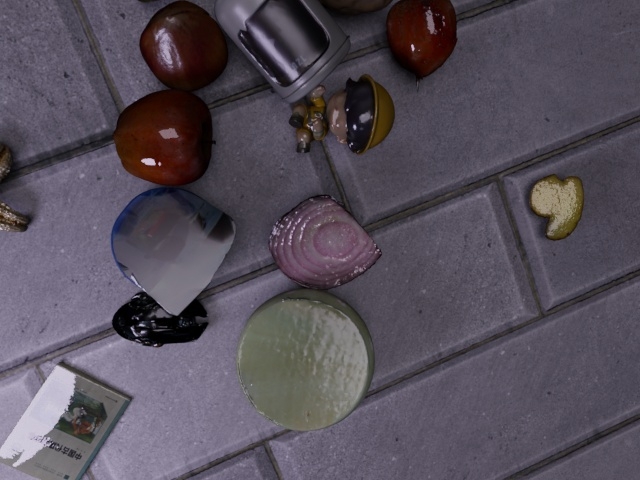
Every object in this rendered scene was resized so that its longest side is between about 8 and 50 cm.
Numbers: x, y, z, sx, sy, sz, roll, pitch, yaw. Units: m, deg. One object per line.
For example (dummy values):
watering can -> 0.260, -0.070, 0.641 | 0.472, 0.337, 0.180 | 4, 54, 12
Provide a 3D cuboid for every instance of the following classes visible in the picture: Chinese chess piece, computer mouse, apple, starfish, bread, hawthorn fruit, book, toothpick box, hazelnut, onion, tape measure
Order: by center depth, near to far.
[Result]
hazelnut -> -0.313, -0.451, 1.053 | 0.208, 0.208, 0.208 | -1, 96, -9
starfish -> -0.845, -0.107, 1.054 | 0.303, 0.113, 0.312 | -3, 87, -11
apple -> -0.354, -0.231, 1.064 | 0.233, 0.234, 0.234 | -1, 96, -9
toothpick box -> -0.101, -0.505, 1.065 | 0.229, 0.229, 0.316 | -46, 111, -2
tape measure -> -0.359, 0.009, 1.104 | 0.262, 0.138, 0.259 | 35, 76, -7
computer mouse -> -0.407, 0.207, 1.168 | 0.241, 0.077, 0.147 | -1, 97, -10
hawthorn fruit -> 0.256, -0.498, 1.168 | 0.181, 0.181, 0.235 | -7, 110, -8
Chinese chess piece -> -0.037, 0.296, 1.169 | 0.349, 0.146, 0.350 | 0, 89, 3
book -> -0.654, 0.478, 1.181 | 0.214, 0.025, 0.283 | 32, 88, -12
onion -> 0.000, 0.000, 1.205 | 0.247, 0.111, 0.250 | -34, 111, 18
bread -> 0.663, -0.095, 1.321 | 0.149, 0.065, 0.188 | 5, 98, 1

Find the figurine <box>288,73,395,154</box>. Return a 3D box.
figurine -> 0.056, -0.309, 1.151 | 0.256, 0.167, 0.193 | -1, 100, 14

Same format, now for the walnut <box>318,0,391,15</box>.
walnut -> 0.069, -0.660, 1.082 | 0.273, 0.227, 0.273 | -1, 94, -12

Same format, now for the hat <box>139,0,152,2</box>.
hat -> -0.368, -0.606, 1.106 | 0.145, 0.067, 0.146 | -9, 68, 22
